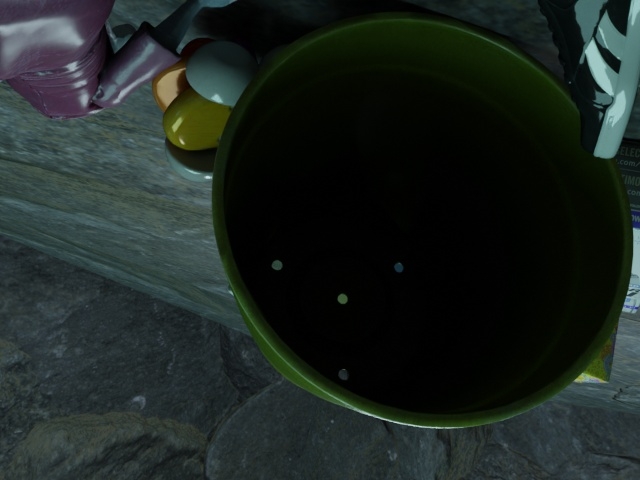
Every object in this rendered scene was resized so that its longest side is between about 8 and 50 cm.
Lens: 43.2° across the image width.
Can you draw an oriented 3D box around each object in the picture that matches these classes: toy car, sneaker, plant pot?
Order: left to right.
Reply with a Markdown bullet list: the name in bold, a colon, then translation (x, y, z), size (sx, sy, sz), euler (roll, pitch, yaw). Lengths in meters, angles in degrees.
- **toy car**: translation (-0.091, -0.155, 0.858), size (0.181, 0.136, 0.159), euler (-7, 144, -32)
- **plant pot**: translation (0.061, 0.023, 0.833), size (0.366, 0.367, 0.353), euler (17, 159, -6)
- **sneaker**: translation (0.175, -0.165, 0.579), size (0.121, 0.079, 0.217), euler (14, 133, 21)

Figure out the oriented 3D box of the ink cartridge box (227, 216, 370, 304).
- **ink cartridge box**: translation (0.000, 0.000, 1.131), size (0.171, 0.233, 0.168), euler (10, 164, 17)

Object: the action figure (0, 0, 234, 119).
- **action figure**: translation (-0.219, -0.167, 0.666), size (0.247, 0.276, 0.370), euler (14, 168, 3)

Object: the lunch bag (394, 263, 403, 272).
- **lunch bag**: translation (0.031, 0.039, 1.263), size (0.293, 0.221, 0.138), euler (13, 164, 8)

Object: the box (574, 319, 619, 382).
- **box**: translation (0.299, 0.118, 1.376), size (0.289, 0.177, 0.279), euler (21, 163, -22)

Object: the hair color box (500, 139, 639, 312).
- **hair color box**: translation (0.329, -0.013, 1.011), size (0.185, 0.110, 0.339), euler (11, 163, 18)
